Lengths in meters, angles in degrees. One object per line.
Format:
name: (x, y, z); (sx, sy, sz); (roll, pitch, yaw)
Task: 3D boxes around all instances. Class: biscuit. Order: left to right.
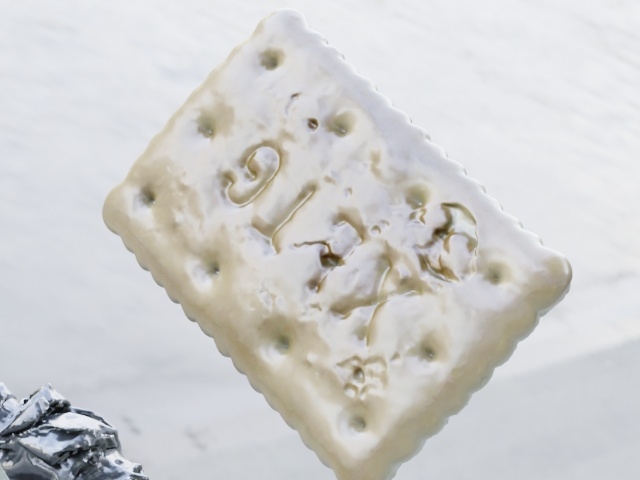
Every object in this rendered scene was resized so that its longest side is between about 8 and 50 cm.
biscuit: (0.000, 0.000, 1.335); (0.325, 0.217, 0.044); (47, 6, 31)

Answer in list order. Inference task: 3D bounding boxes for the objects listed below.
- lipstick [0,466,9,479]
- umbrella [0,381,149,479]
lipstick: (-0.166, 0.122, 0.876); (0.030, 0.030, 0.129); (56, 2, 6)
umbrella: (-0.299, 0.160, 1.699); (0.336, 0.154, 0.128); (39, 55, -10)
